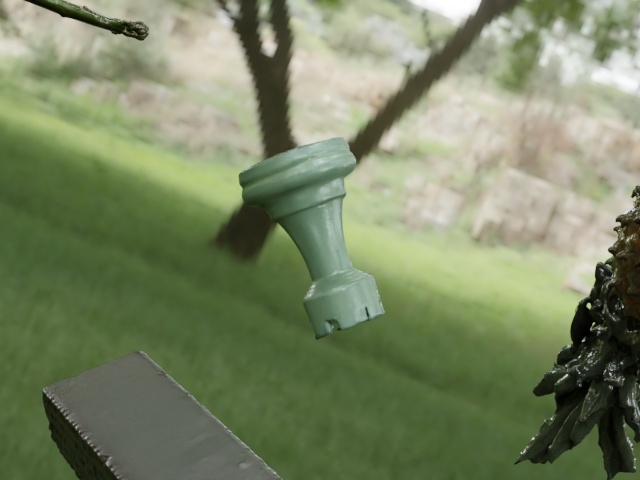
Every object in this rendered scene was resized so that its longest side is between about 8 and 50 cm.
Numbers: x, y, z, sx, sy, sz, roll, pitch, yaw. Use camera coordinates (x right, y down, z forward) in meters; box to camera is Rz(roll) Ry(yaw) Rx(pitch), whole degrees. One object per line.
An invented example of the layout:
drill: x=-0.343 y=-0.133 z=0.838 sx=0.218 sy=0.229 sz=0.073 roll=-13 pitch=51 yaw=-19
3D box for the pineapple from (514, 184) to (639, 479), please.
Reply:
pineapple: x=0.271 y=0.059 z=1.424 sx=0.165 sy=0.165 sz=0.364 roll=22 pitch=-37 yaw=-5

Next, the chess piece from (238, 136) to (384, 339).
chess piece: x=0.000 y=0.000 z=0.975 sx=0.067 sy=0.103 sz=0.067 roll=-19 pitch=-1 yaw=0

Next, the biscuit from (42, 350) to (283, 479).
biscuit: x=-0.135 y=0.188 z=1.470 sx=0.107 sy=0.073 sz=0.388 roll=-20 pitch=19 yaw=-18

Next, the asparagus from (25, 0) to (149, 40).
asparagus: x=-0.186 y=-0.177 z=1.354 sx=0.127 sy=0.015 sz=0.018 roll=20 pitch=-30 yaw=21
